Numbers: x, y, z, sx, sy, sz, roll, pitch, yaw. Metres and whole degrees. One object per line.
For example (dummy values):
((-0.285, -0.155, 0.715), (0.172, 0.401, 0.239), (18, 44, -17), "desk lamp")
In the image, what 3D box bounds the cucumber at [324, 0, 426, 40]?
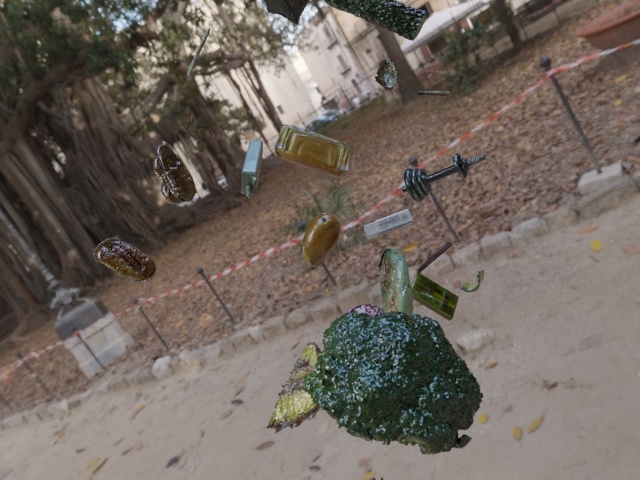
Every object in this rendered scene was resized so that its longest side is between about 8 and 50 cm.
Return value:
((0.161, -0.757, 1.493), (0.096, 0.359, 0.096), (25, -90, -83), "cucumber")

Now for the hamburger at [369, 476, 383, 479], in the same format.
((0.130, 0.745, 1.268), (0.164, 0.093, 0.189), (-40, -9, -27), "hamburger")

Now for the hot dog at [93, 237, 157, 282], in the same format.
((-0.596, 0.063, 1.414), (0.099, 0.192, 0.053), (-60, 7, -16), "hot dog")

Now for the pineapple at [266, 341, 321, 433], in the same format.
((-0.019, 0.498, 1.521), (0.158, 0.161, 0.335), (-2, 51, 38), "pineapple")

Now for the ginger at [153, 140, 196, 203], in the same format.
((-0.375, -0.168, 1.173), (0.073, 0.162, 0.103), (-26, 6, -41), "ginger")

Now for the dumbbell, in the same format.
((0.350, -0.192, 1.326), (0.254, 0.110, 0.110), (-21, 14, 32), "dumbbell")

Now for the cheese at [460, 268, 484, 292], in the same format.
((0.456, 0.120, 1.354), (0.084, 0.041, 0.060), (-45, -9, 22), "cheese")

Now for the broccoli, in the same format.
((0.127, 0.267, 0.873), (0.304, 0.321, 0.284), (-76, 6, -54), "broccoli")

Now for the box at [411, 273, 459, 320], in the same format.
((0.448, 0.221, 1.820), (0.121, 0.193, 0.030), (-57, -3, -43), "box")

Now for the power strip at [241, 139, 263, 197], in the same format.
((-0.232, -0.239, 1.563), (0.053, 0.093, 0.288), (6, 39, -5), "power strip")

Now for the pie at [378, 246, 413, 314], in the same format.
((0.224, 0.137, 1.392), (0.054, 0.241, 0.240), (-2, 8, -9), "pie")

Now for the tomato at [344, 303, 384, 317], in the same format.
((0.206, 0.456, 2.084), (0.308, 0.170, 0.309), (0, 49, 0), "tomato")

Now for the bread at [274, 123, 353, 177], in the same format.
((-0.022, -0.273, 1.438), (0.136, 0.241, 0.107), (-124, 54, -87), "bread")

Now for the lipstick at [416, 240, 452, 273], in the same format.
((0.437, 0.067, 1.774), (0.176, 0.027, 0.027), (-43, 11, 2), "lipstick")

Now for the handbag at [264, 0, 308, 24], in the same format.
((-0.067, -0.632, 1.058), (0.175, 0.088, 0.270), (-59, -12, -4), "handbag")

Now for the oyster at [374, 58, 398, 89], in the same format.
((0.222, -0.550, 1.515), (0.132, 0.086, 0.029), (-63, -4, -27), "oyster")

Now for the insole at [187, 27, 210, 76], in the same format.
((-0.345, -0.531, 1.294), (0.192, 0.010, 0.063), (-31, 43, 53), "insole")

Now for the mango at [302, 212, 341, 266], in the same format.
((-0.003, -0.003, 1.363), (0.089, 0.115, 0.165), (38, 97, 35), "mango")

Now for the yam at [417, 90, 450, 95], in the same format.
((0.376, -0.490, 1.530), (0.107, 0.014, 0.014), (7, 26, 18), "yam")

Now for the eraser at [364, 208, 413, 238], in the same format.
((0.302, -0.070, 2.049), (0.210, 0.068, 0.124), (-20, -8, 3), "eraser")
